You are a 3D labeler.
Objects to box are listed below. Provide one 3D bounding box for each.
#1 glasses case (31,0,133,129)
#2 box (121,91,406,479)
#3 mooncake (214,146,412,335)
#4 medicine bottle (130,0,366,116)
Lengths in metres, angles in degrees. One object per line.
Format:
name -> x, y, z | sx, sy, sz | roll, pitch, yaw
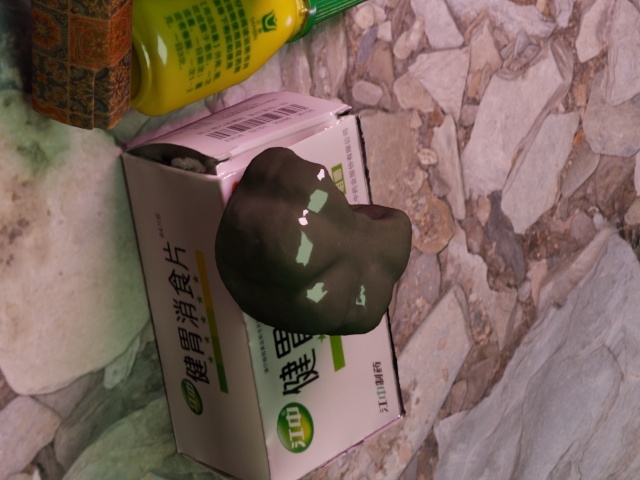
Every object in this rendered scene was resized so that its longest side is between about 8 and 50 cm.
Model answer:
glasses case -> -0.194, -0.191, 1.568 | 0.049, 0.075, 0.218 | -55, 160, -44
box -> -0.049, 0.040, 1.776 | 0.173, 0.145, 0.332 | -28, 118, -39
mooncake -> 0.000, 0.000, 1.646 | 0.175, 0.104, 0.168 | -16, 105, -44
medicine bottle -> -0.059, -0.204, 1.758 | 0.309, 0.076, 0.111 | -26, 123, -37
